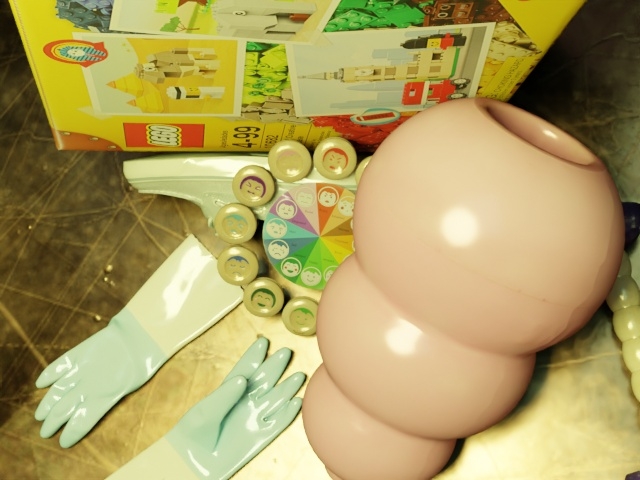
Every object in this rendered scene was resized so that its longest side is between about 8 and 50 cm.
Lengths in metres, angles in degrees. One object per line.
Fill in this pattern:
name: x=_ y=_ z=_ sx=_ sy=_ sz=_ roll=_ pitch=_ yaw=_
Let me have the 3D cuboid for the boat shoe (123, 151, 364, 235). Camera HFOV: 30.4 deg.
boat shoe: x=-0.068 y=-0.038 z=1.047 sx=0.227 sy=0.079 sz=0.081 roll=3 pitch=100 yaw=13

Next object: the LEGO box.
LEGO box: x=-0.020 y=-0.225 z=0.813 sx=0.372 sy=0.500 sz=0.193 roll=0 pitch=77 yaw=-6

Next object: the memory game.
memory game: x=0.000 y=0.000 z=1.009 sx=0.186 sy=0.012 sz=0.186 roll=1 pitch=110 yaw=3

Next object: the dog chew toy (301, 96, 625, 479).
dog chew toy: x=0.091 y=0.059 z=0.920 sx=0.206 sy=0.206 sz=0.332 roll=33 pitch=111 yaw=17

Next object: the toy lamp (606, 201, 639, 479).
toy lamp: x=0.262 y=0.110 z=0.946 sx=0.080 sy=0.080 sz=0.275 roll=-14 pitch=73 yaw=10

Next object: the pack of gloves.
pack of gloves: x=-0.143 y=0.136 z=1.047 sx=0.232 sy=0.046 sz=0.195 roll=-43 pitch=74 yaw=1
